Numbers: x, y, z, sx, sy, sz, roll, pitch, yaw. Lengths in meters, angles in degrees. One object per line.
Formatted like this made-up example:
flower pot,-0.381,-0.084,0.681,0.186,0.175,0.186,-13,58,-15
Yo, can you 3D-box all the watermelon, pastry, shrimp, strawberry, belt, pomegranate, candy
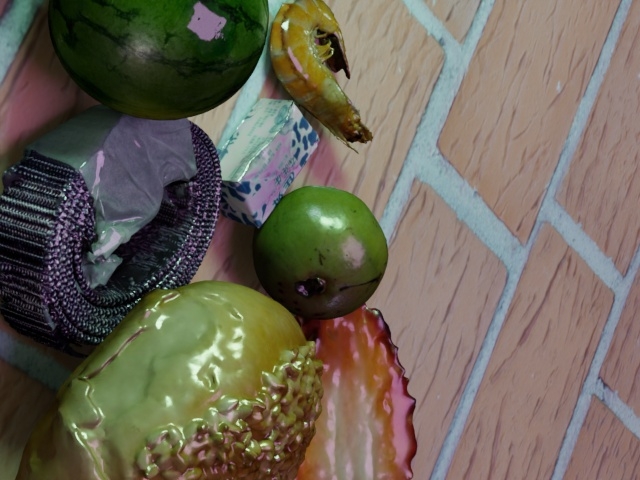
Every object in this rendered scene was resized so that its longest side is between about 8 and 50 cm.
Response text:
watermelon,-0.176,-0.247,1.793,0.242,0.242,0.242,-19,115,-50
pastry,-0.163,0.237,1.878,0.409,0.245,0.409,-46,163,-18
shrimp,0.004,-0.222,2.211,0.150,0.068,0.248,-57,134,-34
strawberry,0.002,0.239,2.279,0.265,0.149,0.336,0,89,-41
belt,-0.238,-0.023,1.891,0.325,0.122,0.260,-40,133,-42
pomegranate,-0.002,-0.005,2.162,0.179,0.179,0.210,38,39,-51
candy,-0.076,-0.105,2.124,0.160,0.073,0.092,-56,136,-27
